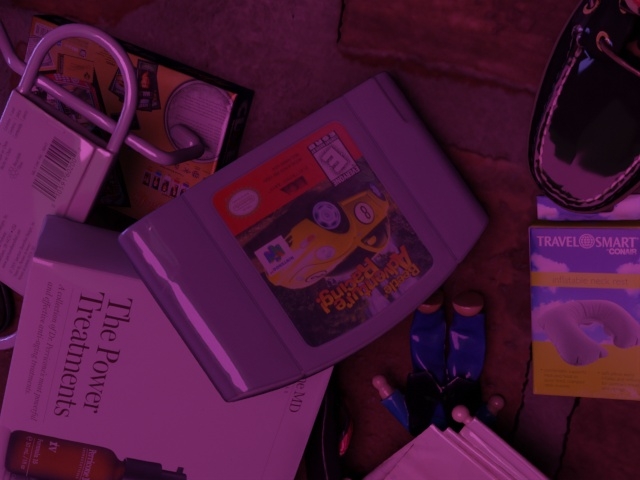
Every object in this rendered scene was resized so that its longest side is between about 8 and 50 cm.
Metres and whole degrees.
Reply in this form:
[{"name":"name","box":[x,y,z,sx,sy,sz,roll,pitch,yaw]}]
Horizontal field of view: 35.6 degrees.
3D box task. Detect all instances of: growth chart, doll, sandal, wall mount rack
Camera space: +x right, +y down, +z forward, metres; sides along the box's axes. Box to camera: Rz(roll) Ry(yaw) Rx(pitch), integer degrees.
[{"name":"growth chart","box":[0.121,0.255,0.957,0.172,0.021,0.237,46,129,-2]},{"name":"doll","box":[0.112,0.141,0.957,0.129,0.046,0.189,4,109,11]},{"name":"sandal","box":[0.009,0.196,1.003,0.067,0.040,0.179,164,104,-64]},{"name":"wall mount rack","box":[-0.293,-0.081,0.987,0.304,0.130,0.350,34,112,8]}]

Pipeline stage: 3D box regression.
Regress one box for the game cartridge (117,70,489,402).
[{"name":"game cartridge","box":[0.000,0.000,0.869,0.294,0.060,0.196,-34,91,-20]}]

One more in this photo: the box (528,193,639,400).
[{"name":"box","box":[0.243,0.050,0.888,0.109,0.042,0.178,0,102,21]}]

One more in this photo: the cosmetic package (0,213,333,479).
[{"name":"cosmetic package","box":[-0.164,0.186,0.969,0.284,0.097,0.377,12,115,-13]}]

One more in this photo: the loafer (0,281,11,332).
[{"name":"loafer","box":[-0.450,-0.002,1.129,0.096,0.084,0.268,-29,90,24]}]

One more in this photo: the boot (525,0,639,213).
[{"name":"boot","box":[0.248,-0.171,0.704,0.138,0.284,0.377,37,111,11]}]

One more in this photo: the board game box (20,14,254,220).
[{"name":"board game box","box":[-0.203,-0.116,1.030,0.243,0.042,0.165,23,109,15]}]
